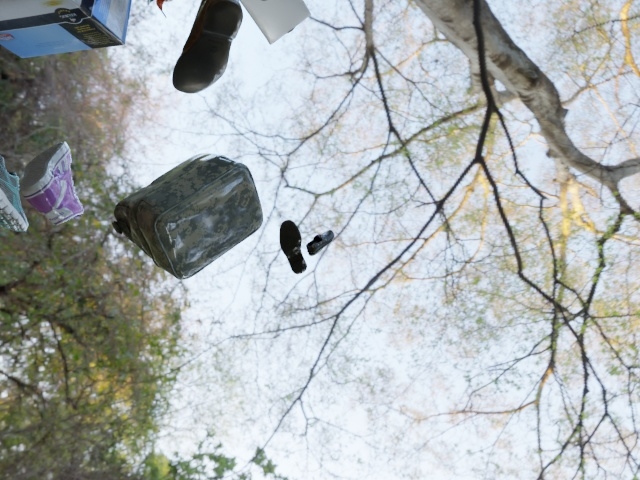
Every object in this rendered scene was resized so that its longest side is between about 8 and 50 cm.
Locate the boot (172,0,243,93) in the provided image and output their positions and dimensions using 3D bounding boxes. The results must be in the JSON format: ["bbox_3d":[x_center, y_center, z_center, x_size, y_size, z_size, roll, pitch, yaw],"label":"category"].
[{"bbox_3d":[-0.275,-0.483,1.304,0.305,0.112,0.115,-44,-131,42],"label":"boot"}]

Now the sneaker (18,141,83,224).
[{"bbox_3d":[-0.685,-0.140,1.416,0.102,0.161,0.282,-24,-143,8],"label":"sneaker"}]

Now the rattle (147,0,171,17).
[{"bbox_3d":[-0.413,-0.640,1.337,0.142,0.130,0.200,7,-90,27],"label":"rattle"}]

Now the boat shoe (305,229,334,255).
[{"bbox_3d":[0.001,0.000,1.814,0.049,0.133,0.042,7,-53,42],"label":"boat shoe"}]

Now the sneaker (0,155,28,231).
[{"bbox_3d":[-0.527,-0.078,0.907,0.065,0.076,0.166,13,-34,4],"label":"sneaker"}]

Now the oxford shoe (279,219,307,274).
[{"bbox_3d":[-0.101,0.012,1.810,0.076,0.076,0.212,-119,-165,-53],"label":"oxford shoe"}]

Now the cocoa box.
[{"bbox_3d":[-0.673,-0.620,1.331,0.347,0.228,0.232,0,-102,18],"label":"cocoa box"}]

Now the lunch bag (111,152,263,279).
[{"bbox_3d":[-0.328,-0.082,1.333,0.256,0.305,0.213,25,-38,37],"label":"lunch bag"}]

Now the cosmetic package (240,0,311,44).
[{"bbox_3d":[-0.206,-0.894,1.886,0.197,0.365,0.155,-33,-119,7],"label":"cosmetic package"}]
